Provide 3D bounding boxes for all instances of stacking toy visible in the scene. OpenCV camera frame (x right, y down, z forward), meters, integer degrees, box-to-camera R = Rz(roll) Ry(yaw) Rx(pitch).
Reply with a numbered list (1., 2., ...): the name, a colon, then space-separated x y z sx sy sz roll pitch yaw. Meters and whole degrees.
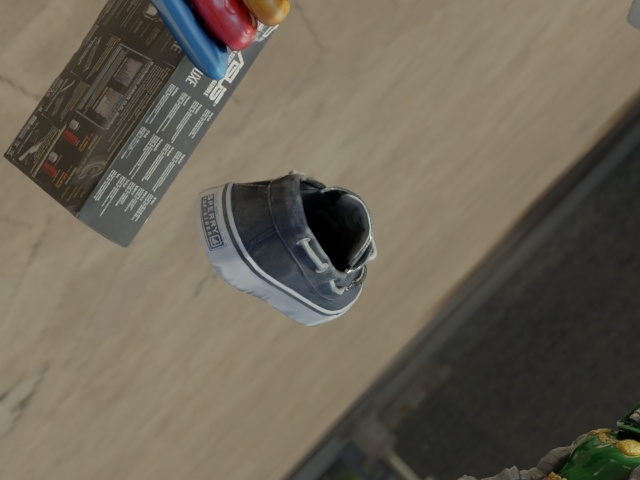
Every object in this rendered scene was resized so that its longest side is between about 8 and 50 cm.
1. stacking toy: -0.017 -0.290 1.227 0.302 0.175 0.165 -25 130 9

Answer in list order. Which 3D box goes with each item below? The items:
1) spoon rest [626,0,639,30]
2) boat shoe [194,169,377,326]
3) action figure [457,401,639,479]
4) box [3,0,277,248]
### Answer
1. spoon rest: 0.294 -0.247 0.887 0.276 0.137 0.084 -54 160 -21
2. boat shoe: 0.000 0.000 1.149 0.102 0.108 0.301 -17 163 16
3. action figure: 0.100 0.152 0.677 0.232 0.063 0.137 -37 -159 -14
4. box: -0.195 -0.168 1.466 0.307 0.076 0.242 -57 -144 -2
